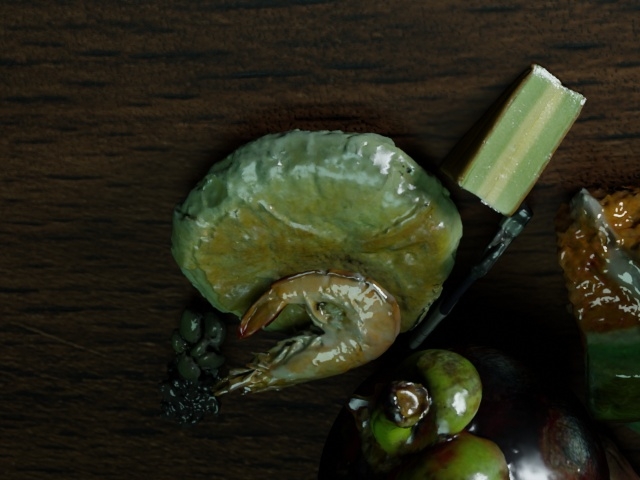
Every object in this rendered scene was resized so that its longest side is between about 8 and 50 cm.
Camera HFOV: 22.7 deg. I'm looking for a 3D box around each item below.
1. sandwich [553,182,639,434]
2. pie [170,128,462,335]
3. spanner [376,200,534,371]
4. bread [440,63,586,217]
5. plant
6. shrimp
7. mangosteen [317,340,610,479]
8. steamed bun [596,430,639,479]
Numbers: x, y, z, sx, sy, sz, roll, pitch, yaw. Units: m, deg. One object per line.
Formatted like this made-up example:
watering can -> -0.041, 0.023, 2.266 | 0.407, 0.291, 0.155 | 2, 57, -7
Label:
sandwich -> 0.316, 0.082, 1.557 | 0.301, 0.162, 0.250 | 60, 155, -10
pie -> 0.000, 0.000, 1.641 | 0.306, 0.071, 0.306 | 6, 134, 6
spanner -> 0.129, 0.069, 1.670 | 0.024, 0.087, 0.316 | 37, 133, -1
bread -> 0.187, -0.103, 1.550 | 0.074, 0.084, 0.139 | 29, 99, -13
plant -> -0.140, 0.144, 1.793 | 0.085, 0.087, 0.174 | -10, 134, -27
shrimp -> -0.027, 0.100, 1.657 | 0.236, 0.053, 0.133 | -26, 127, 26
mangosteen -> 0.124, 0.245, 1.619 | 0.306, 0.306, 0.359 | -26, 151, 30
steamed bun -> 0.278, 0.294, 1.817 | 0.175, 0.106, 0.145 | -31, 114, 17
